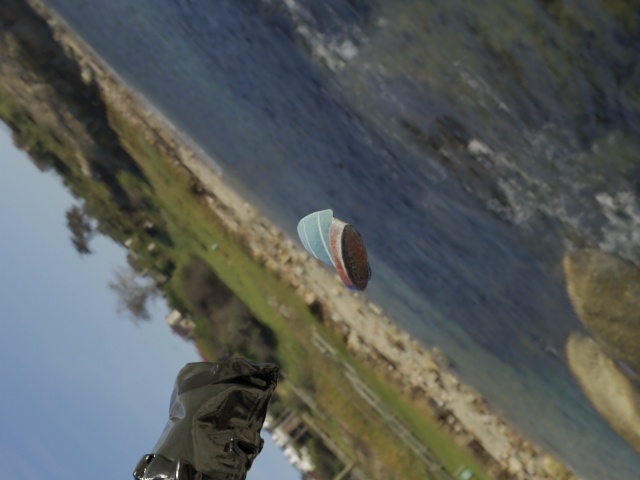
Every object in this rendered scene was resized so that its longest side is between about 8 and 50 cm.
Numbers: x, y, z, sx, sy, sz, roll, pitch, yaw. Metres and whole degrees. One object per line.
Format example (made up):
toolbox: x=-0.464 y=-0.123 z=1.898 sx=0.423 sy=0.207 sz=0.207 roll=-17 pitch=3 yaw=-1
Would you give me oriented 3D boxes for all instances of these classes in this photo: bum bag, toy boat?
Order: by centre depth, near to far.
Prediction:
bum bag: x=-0.087 y=0.148 z=0.798 sx=0.087 sy=0.049 sz=0.197 roll=7 pitch=-148 yaw=5
toy boat: x=0.000 y=0.000 z=1.062 sx=0.122 sy=0.034 sz=0.096 roll=26 pitch=141 yaw=51
